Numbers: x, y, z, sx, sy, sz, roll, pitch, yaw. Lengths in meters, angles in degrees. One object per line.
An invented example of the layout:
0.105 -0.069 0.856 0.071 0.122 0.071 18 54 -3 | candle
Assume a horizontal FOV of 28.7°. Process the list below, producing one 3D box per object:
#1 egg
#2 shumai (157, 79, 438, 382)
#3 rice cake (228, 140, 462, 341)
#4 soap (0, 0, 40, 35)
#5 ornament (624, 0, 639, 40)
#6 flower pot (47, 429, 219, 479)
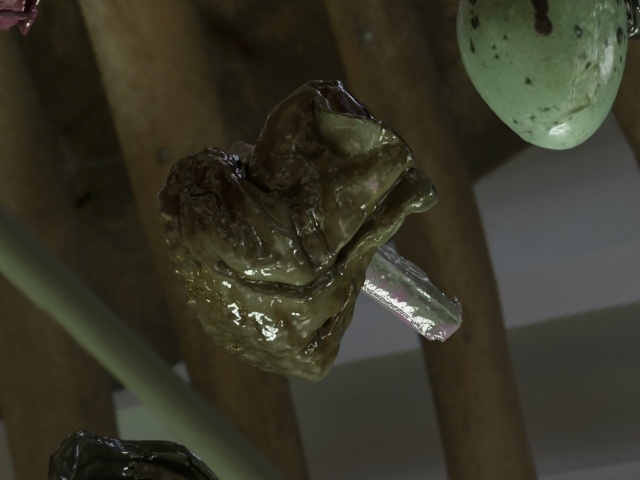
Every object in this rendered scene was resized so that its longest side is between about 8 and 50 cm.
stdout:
0.172 -0.149 0.941 0.131 0.131 0.164 -24 -108 17 | egg
0.000 0.002 0.907 0.185 0.218 0.184 -16 -137 8 | shumai
0.019 0.005 1.057 0.049 0.270 0.055 -52 -156 6 | rice cake
-0.279 -0.203 0.754 0.162 0.250 0.099 -38 -116 46 | soap
0.283 -0.298 1.469 0.106 0.251 0.260 9 -143 45 | ornament
-0.183 0.347 1.243 0.213 0.301 0.302 -54 -152 15 | flower pot
